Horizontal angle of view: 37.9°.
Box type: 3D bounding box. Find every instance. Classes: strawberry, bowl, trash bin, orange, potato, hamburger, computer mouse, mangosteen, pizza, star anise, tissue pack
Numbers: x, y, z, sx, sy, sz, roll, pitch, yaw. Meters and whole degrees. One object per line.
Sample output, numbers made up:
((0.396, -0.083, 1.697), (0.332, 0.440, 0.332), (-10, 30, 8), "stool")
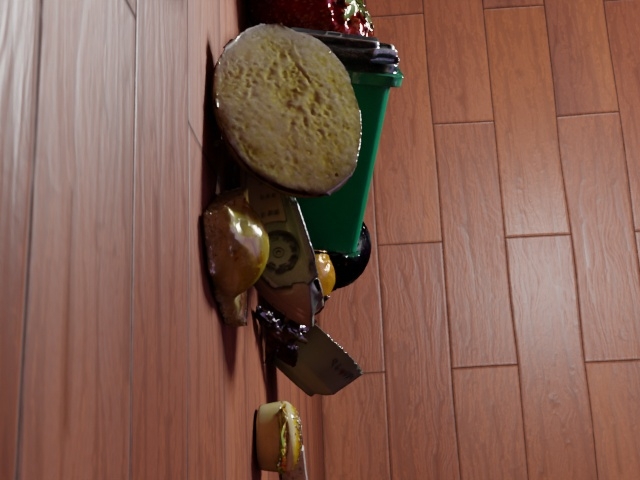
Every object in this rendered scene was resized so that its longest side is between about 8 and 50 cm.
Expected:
((-0.026, -0.452, 1.841), (0.274, 0.220, 0.274), (55, 19, -30), "strawberry")
((-0.025, 0.243, 1.914), (0.211, 0.112, 0.211), (42, -9, 8), "bowl")
((-0.019, -0.181, 1.669), (0.259, 0.295, 0.381), (-82, 179, -76), "trash bin")
((-0.041, 0.065, 1.833), (0.159, 0.136, 0.159), (54, 22, -35), "orange")
((-0.067, -0.175, 1.376), (0.116, 0.239, 0.299), (-42, -135, 47), "potato")
((-0.071, 0.344, 1.628), (0.141, 0.081, 0.127), (79, 9, -77), "hamburger")
((-0.090, -0.041, 1.474), (0.199, 0.114, 0.389), (97, -25, -75), "computer mouse")
((0.000, 0.000, 2.044), (0.243, 0.242, 0.243), (-3, 90, -87), "mangosteen")
((-0.108, 0.030, 1.293), (0.188, 0.080, 0.204), (-67, 155, -83), "pizza")
((-0.053, 0.155, 1.759), (0.053, 0.157, 0.212), (37, -31, 38), "star anise")
((-0.058, 0.480, 1.981), (0.023, 0.056, 0.108), (-84, 171, -59), "tissue pack")
